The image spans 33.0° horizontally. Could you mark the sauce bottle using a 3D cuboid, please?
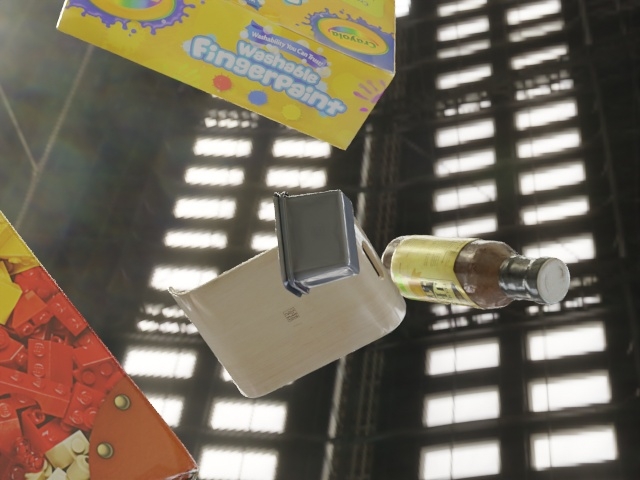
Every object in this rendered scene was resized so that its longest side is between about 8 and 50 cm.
[{"bbox_3d":[0.236,0.050,1.690,0.111,0.111,0.344,-38,-158,-27],"label":"sauce bottle"}]

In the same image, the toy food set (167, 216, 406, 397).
[{"bbox_3d":[-0.049,0.090,1.663,0.306,0.219,0.092,-28,-154,7],"label":"toy food set"}]

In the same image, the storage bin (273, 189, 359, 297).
[{"bbox_3d":[0.000,0.000,1.429,0.091,0.098,0.135,-11,-109,16],"label":"storage bin"}]

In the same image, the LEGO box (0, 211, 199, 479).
[{"bbox_3d":[-0.352,0.122,0.643,0.372,0.500,0.193,52,-134,3],"label":"LEGO box"}]

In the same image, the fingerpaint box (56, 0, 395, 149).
[{"bbox_3d":[-0.119,-0.375,1.594,0.445,0.163,0.371,21,-139,-15],"label":"fingerpaint box"}]
